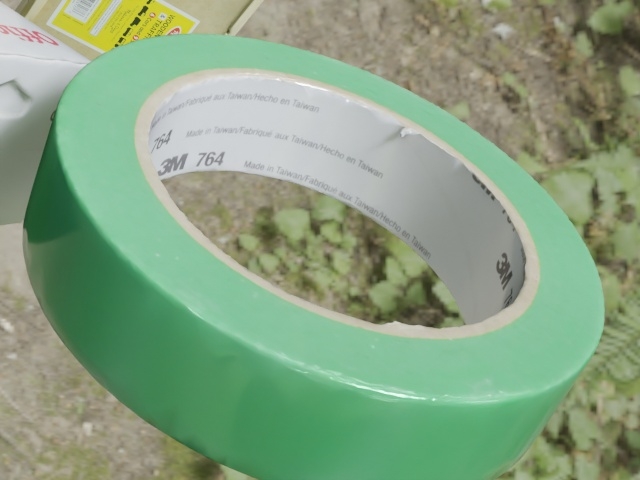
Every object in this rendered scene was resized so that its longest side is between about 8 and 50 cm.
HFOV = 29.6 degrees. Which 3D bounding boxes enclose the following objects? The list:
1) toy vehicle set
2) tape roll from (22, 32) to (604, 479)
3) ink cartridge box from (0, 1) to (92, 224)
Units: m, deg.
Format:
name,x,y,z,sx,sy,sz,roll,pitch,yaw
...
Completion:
name,x,y,z,sx,sy,sz,roll,pitch,yaw
toy vehicle set,-0.170,-0.198,1.079,0.166,0.267,0.035,26,32,-32
tape roll,0.000,0.000,0.684,0.321,0.321,0.077,-9,135,-43
ink cartridge box,-0.323,-0.133,0.728,0.131,0.306,0.226,-59,168,13
